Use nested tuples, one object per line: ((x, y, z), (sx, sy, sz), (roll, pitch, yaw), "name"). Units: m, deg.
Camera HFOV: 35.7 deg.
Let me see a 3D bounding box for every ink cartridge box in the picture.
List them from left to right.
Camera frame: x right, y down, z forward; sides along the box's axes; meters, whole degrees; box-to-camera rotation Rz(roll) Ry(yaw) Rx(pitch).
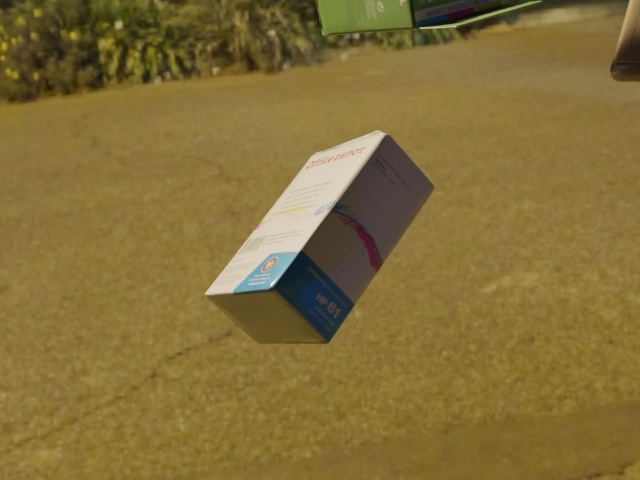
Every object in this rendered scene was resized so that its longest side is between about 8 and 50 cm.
((0.000, 0.000, 0.594), (0.122, 0.052, 0.088), (-55, 21, -23), "ink cartridge box")
((0.096, -0.239, 0.950), (0.109, 0.062, 0.209), (-20, 18, -29), "ink cartridge box")

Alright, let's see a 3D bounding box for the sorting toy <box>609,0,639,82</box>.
((0.362, -0.172, 0.629), (0.307, 0.041, 0.229), (10, 62, 27), "sorting toy")
